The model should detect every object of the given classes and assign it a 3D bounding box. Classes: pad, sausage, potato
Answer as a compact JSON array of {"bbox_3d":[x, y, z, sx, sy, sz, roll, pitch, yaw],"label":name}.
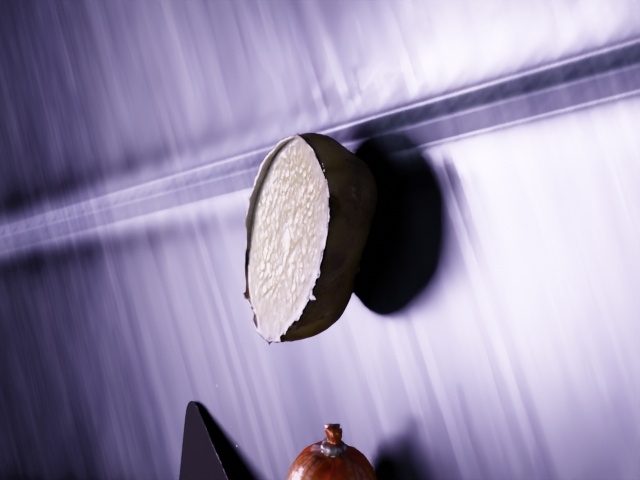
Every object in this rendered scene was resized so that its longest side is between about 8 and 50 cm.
[{"bbox_3d":[-0.074,0.325,1.964,0.375,0.063,0.315,-121,32,-54],"label":"pad"},{"bbox_3d":[0.008,0.307,1.721,0.093,0.093,0.312,32,126,56],"label":"sausage"},{"bbox_3d":[0.000,0.000,1.657,0.164,0.081,0.200,-113,32,-41],"label":"potato"}]
